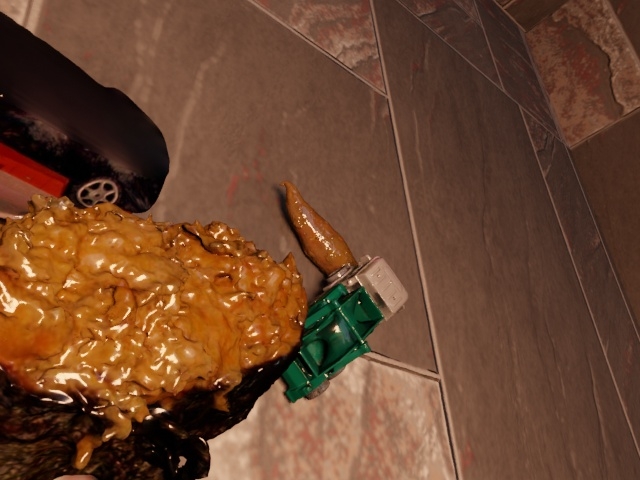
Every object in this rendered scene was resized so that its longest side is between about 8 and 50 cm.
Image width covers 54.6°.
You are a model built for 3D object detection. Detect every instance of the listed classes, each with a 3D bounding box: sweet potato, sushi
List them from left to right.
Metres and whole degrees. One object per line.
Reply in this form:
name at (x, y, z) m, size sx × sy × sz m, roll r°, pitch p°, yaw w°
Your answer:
sushi at (-0.151, 0.100, 0.540) m, size 0.349 × 0.207 × 0.234 m, roll 2°, pitch 55°, yaw -52°
sweet potato at (0.000, 0.000, 0.916) m, size 0.206 × 0.060 × 0.068 m, roll 56°, pitch -1°, yaw -13°

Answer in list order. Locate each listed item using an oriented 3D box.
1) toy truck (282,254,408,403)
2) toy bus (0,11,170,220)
toy truck at (0.028, 0.104, 0.795) m, size 0.216 × 0.116 × 0.110 m, roll -37°, pitch 94°, yaw -43°
toy bus at (-0.289, -0.110, 0.551) m, size 0.303 × 0.147 × 0.127 m, roll 35°, pitch 38°, yaw -48°
